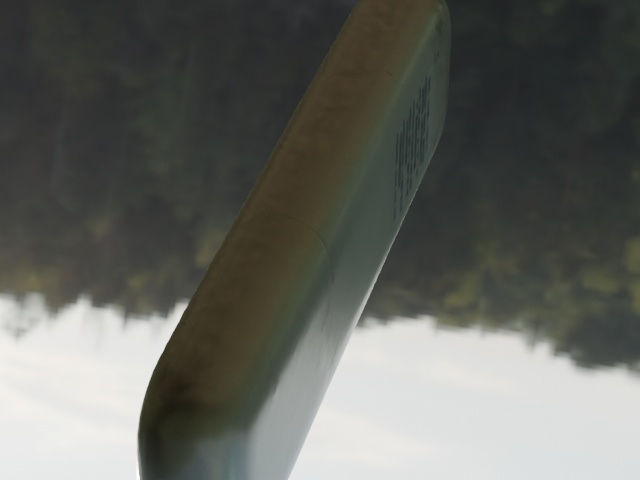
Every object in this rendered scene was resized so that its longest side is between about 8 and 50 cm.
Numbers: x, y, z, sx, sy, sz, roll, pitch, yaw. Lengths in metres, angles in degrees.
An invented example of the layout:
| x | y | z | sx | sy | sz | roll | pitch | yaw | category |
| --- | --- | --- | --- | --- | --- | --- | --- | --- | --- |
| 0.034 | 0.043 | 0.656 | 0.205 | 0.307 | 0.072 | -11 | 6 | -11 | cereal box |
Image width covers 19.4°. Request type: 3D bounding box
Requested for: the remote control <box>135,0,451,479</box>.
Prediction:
| x | y | z | sx | sy | sz | roll | pitch | yaw | category |
| --- | --- | --- | --- | --- | --- | --- | --- | --- | --- |
| -0.001 | 0.001 | 0.675 | 0.038 | 0.090 | 0.309 | 9 | -144 | 13 | remote control |
